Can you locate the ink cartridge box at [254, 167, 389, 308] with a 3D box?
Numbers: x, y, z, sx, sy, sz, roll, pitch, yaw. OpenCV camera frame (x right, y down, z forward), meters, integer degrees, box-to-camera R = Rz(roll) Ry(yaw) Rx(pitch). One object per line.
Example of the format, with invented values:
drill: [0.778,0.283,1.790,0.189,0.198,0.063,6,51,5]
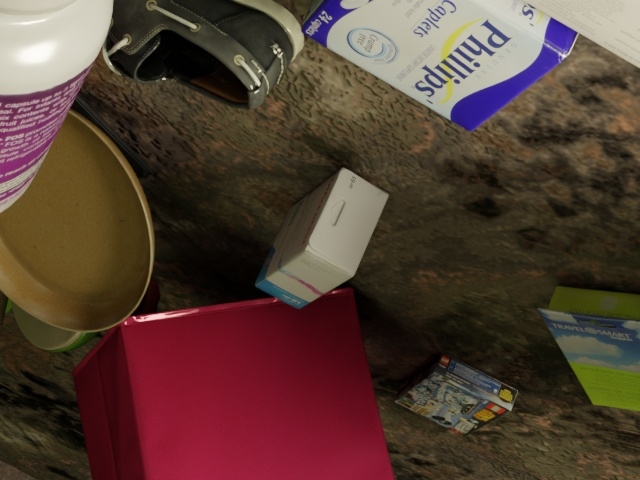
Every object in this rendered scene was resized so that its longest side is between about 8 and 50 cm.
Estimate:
ink cartridge box: [0.000,0.000,1.151,0.052,0.088,0.122,30,154,-12]

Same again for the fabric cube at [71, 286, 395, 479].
fabric cube: [-0.095,0.216,1.351,0.254,0.258,0.259,-8,165,-23]

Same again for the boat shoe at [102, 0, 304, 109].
boat shoe: [-0.133,-0.159,0.968,0.233,0.079,0.084,19,156,16]

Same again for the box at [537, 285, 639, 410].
box: [0.272,0.097,1.163,0.109,0.042,0.178,5,149,33]

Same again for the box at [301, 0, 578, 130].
box: [0.078,-0.148,0.812,0.137,0.072,0.126,28,155,-11]

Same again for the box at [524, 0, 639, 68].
box: [0.235,-0.117,0.748,0.324,0.063,0.067,27,156,-8]

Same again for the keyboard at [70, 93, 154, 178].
keyboard: [-0.242,-0.113,1.220,0.108,0.023,0.180,-4,143,34]

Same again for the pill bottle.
pill bottle: [-0.240,-0.144,0.899,0.169,0.169,0.301,29,145,-12]

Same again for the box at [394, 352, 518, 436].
box: [0.146,0.171,1.436,0.094,0.027,0.137,28,155,-5]

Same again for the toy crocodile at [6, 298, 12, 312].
toy crocodile: [-0.432,0.007,1.467,0.105,0.115,0.340,43,-175,26]

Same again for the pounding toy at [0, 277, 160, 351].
pounding toy: [-0.246,0.029,1.373,0.110,0.182,0.237,9,168,-42]

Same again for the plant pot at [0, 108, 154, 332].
plant pot: [-0.243,-0.027,1.212,0.236,0.032,0.236,14,120,27]
